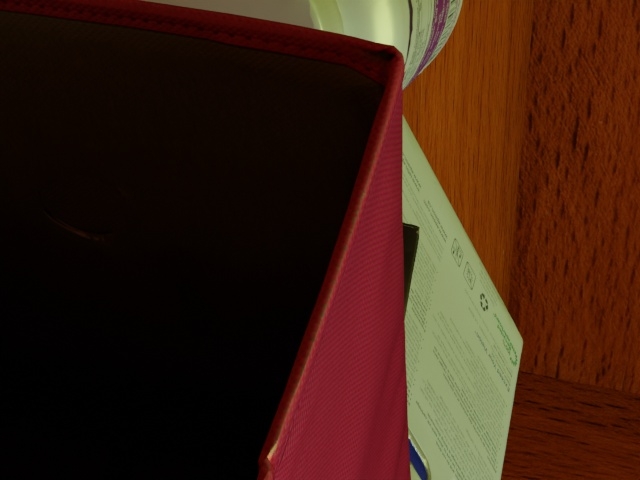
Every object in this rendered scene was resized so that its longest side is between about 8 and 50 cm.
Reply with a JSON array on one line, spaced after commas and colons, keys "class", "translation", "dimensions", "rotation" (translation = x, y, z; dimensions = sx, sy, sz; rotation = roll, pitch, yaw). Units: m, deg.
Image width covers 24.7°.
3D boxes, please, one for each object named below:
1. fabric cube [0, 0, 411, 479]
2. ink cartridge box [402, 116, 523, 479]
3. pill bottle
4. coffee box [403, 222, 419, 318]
[{"class": "fabric cube", "translation": [-0.122, 0.101, 0.425], "dimensions": [0.258, 0.254, 0.259], "rotation": [86, 18, -53]}, {"class": "ink cartridge box", "translation": [0.061, 0.080, 1.186], "dimensions": [0.324, 0.071, 0.330], "rotation": [60, 30, -29]}, {"class": "pill bottle", "translation": [-0.018, -0.141, 0.880], "dimensions": [0.301, 0.169, 0.169], "rotation": [-48, 146, -66]}, {"class": "coffee box", "translation": [-0.050, 0.122, 0.853], "dimensions": [0.119, 0.168, 0.297], "rotation": [102, 0, -56]}]
